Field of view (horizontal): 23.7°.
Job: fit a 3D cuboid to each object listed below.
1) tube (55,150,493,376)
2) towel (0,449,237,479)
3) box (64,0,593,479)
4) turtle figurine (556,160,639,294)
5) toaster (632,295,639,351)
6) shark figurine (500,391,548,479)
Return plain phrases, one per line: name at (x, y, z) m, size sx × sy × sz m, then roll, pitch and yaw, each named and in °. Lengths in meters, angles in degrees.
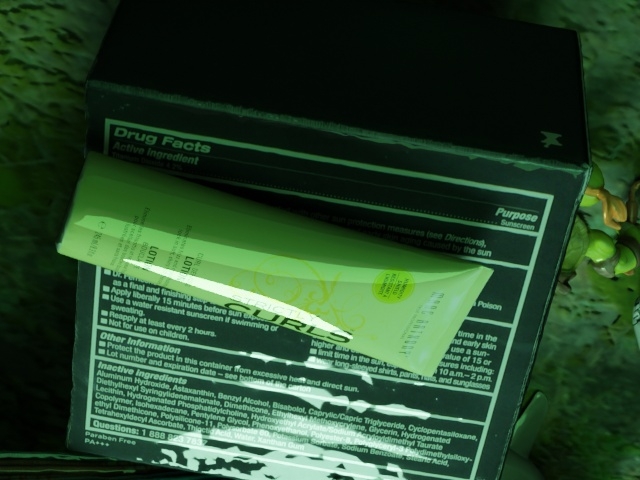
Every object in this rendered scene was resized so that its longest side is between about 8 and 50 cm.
tube at (-0.028, 0.013, 0.874) m, size 0.240 × 0.070 × 0.062 m, roll 18°, pitch 79°, yaw -12°
towel at (-0.225, 0.229, 1.171) m, size 0.271 × 0.040 × 0.370 m, roll 2°, pitch 154°, yaw -15°
box at (0.000, 0.000, 1.004) m, size 0.296 × 0.183 × 0.294 m, roll 10°, pitch 127°, yaw -1°
turtle figurine at (0.162, 0.016, 1.157) m, size 0.269 × 0.087 × 0.217 m, roll 20°, pitch 121°, yaw -27°
toaster at (0.324, 0.090, 1.178) m, size 0.129 × 0.146 × 0.227 m, roll -18°, pitch 170°, yaw -3°
shark figurine at (0.106, 0.214, 1.288) m, size 0.278 × 0.116 × 0.166 m, roll 8°, pitch 124°, yaw -22°
